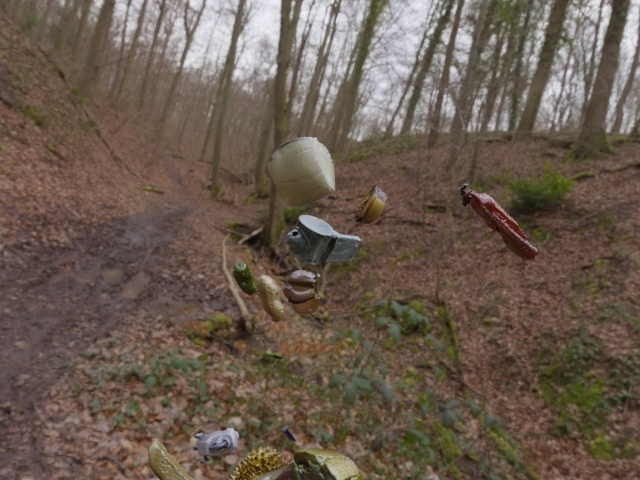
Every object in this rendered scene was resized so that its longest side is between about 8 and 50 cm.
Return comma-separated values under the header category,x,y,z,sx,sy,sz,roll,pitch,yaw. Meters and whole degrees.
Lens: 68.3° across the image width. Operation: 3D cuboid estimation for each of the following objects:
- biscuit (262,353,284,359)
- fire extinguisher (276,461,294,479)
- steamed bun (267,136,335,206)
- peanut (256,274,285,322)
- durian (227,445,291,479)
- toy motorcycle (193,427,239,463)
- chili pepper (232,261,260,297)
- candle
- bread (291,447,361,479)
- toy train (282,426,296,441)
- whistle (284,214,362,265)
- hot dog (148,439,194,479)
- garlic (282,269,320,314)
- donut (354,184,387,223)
category,x,y,z,sx,sy,sz,roll,pitch,yaw
biscuit,-0.179,0.430,1.745,0.046,0.016,0.089,24,-22,-35
fire extinguisher,-0.147,0.964,1.913,0.268,0.105,0.105,-25,-10,7
steamed bun,-0.093,-0.307,2.071,0.290,0.274,0.272,-29,-29,19
peanut,-0.171,0.202,1.654,0.080,0.175,0.080,-20,1,0
durian,-0.241,0.830,1.652,0.138,0.249,0.183,46,-29,11
toy motorcycle,-0.410,0.821,1.917,0.170,0.110,0.260,-6,-17,-36
chili pepper,-0.281,0.163,1.810,0.073,0.072,0.204,-115,-176,-49
candle,0.425,-0.044,1.125,0.301,0.059,0.084,34,24,-30
bread,0.005,0.803,1.586,0.256,0.186,0.124,7,-3,43
toy train,-0.110,0.686,1.658,0.017,0.017,0.083,8,-45,43
whistle,0.018,0.017,2.249,0.404,0.168,0.188,19,23,-16
hot dog,-0.544,0.832,1.702,0.242,0.073,0.084,48,-11,-1
garlic,-0.087,0.254,2.362,0.190,0.214,0.160,-3,10,5
donut,0.213,-0.144,1.973,0.073,0.166,0.184,26,-36,-12
